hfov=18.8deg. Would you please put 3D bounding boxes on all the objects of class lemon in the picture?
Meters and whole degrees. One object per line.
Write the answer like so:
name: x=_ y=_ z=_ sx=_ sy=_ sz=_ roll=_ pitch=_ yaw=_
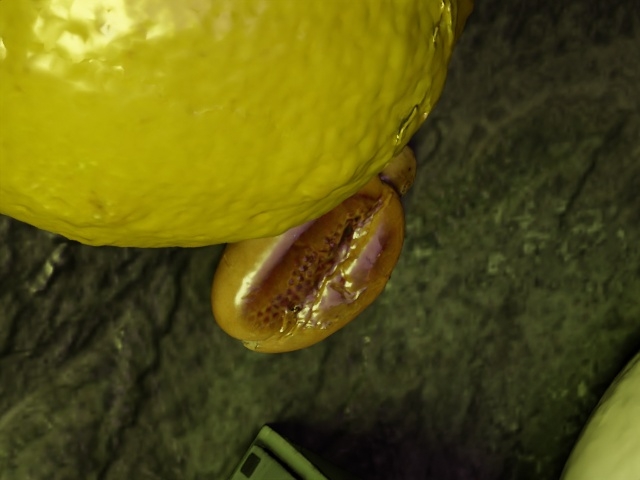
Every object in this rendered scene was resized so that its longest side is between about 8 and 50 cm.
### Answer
lemon: x=-0.069 y=-0.117 z=0.877 sx=0.320 sy=0.245 sz=0.245 roll=6 pitch=102 yaw=-31

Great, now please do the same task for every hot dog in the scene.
hot dog: x=-0.002 y=-0.001 z=1.046 sx=0.090 sy=0.060 sz=0.140 roll=36 pitch=95 yaw=-32

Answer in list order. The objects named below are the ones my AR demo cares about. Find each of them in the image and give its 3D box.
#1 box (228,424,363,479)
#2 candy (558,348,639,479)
box: x=-0.009 y=0.246 z=1.014 sx=0.117 sy=0.225 sz=0.225 roll=33 pitch=89 yaw=-28
candy: x=0.331 y=0.173 z=1.183 sx=0.427 sy=0.186 sz=0.386 roll=-16 pitch=115 yaw=-16
